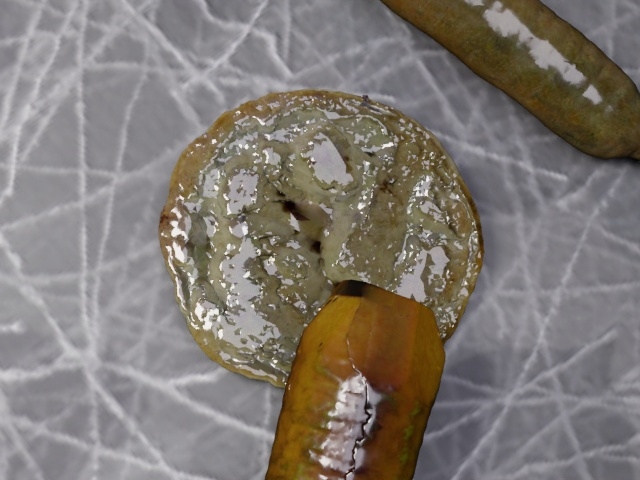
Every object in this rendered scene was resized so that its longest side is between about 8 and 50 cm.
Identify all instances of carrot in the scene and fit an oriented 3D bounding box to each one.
[{"bbox_3d":[0.038,-0.149,0.793,0.342,0.070,0.070,37,76,-1],"label":"carrot"},{"bbox_3d":[-0.009,0.147,0.717,0.070,0.070,0.260,19,85,-4],"label":"carrot"}]

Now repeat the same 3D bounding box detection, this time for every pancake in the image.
[{"bbox_3d":[0.000,0.000,0.776,0.158,0.028,0.158,1,82,-7],"label":"pancake"}]
